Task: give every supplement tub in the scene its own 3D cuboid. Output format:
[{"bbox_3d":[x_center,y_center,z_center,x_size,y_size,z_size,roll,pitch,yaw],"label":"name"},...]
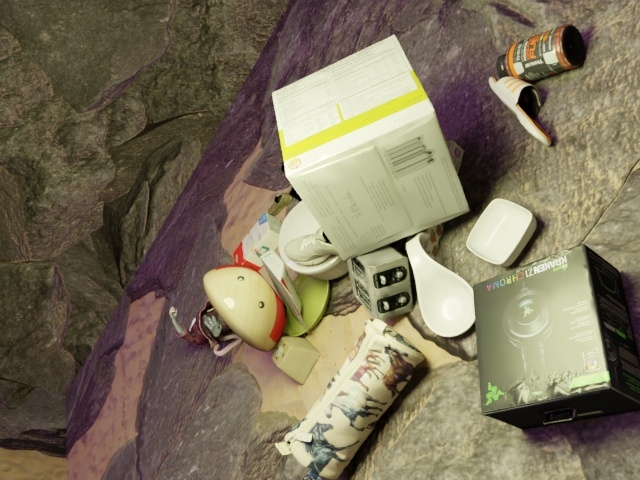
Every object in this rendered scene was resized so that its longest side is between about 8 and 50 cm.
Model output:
[{"bbox_3d":[0.533,-0.450,1.386,0.197,0.106,0.106,-4,63,56],"label":"supplement tub"}]

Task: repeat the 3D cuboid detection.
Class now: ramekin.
[{"bbox_3d":[0.014,-0.002,1.724,0.272,0.127,0.273,-16,56,25],"label":"ramekin"}]

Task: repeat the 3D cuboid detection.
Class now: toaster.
[{"bbox_3d":[0.151,0.089,1.458,0.186,0.110,0.168,-133,29,-58],"label":"toaster"}]

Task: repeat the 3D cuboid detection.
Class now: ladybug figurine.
[{"bbox_3d":[-0.215,0.192,1.731,0.162,0.305,0.449,-40,-5,-7],"label":"ladybug figurine"}]

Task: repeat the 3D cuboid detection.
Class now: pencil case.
[{"bbox_3d":[0.076,0.373,1.337,0.160,0.183,0.410,41,101,42],"label":"pencil case"}]

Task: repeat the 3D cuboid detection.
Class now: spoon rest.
[{"bbox_3d":[0.269,0.096,1.316,0.137,0.084,0.276,-40,52,24],"label":"spoon rest"}]

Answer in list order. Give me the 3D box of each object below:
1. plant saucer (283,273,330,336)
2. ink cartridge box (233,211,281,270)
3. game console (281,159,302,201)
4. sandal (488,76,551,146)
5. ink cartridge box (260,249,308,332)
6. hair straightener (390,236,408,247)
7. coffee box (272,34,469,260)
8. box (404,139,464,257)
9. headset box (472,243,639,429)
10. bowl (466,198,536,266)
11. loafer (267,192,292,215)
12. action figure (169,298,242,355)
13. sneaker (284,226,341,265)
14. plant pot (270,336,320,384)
[{"bbox_3d":[-0.042,0.197,1.801,0.241,0.037,0.241,-37,38,37],"label":"plant saucer"},{"bbox_3d":[-0.246,0.021,2.208,0.231,0.078,0.134,-49,32,20],"label":"ink cartridge box"},{"bbox_3d":[-0.081,-0.279,2.237,0.213,0.044,0.361,-60,30,3],"label":"game console"},{"bbox_3d":[0.501,-0.327,1.354,0.076,0.102,0.265,-44,43,25],"label":"sandal"},{"bbox_3d":[-0.092,0.153,1.714,0.056,0.181,0.224,-33,41,-13],"label":"ink cartridge box"},{"bbox_3d":[0.204,-0.008,1.543,0.231,0.089,0.047,-64,20,12],"label":"hair straightener"},{"bbox_3d":[0.117,-0.219,1.373,0.338,0.338,0.334,-23,47,10],"label":"coffee box"},{"bbox_3d":[0.304,-0.111,1.498,0.067,0.063,0.324,-1,65,51],"label":"box"},{"bbox_3d":[0.418,0.191,1.019,0.246,0.131,0.283,-29,44,43],"label":"headset box"},{"bbox_3d":[0.412,-0.013,1.268,0.142,0.053,0.142,-58,31,6],"label":"bowl"},{"bbox_3d":[-0.171,-0.152,2.262,0.148,0.050,0.056,-37,38,35],"label":"loafer"},{"bbox_3d":[-0.426,0.333,2.195,0.276,0.248,0.370,57,140,9],"label":"action figure"},{"bbox_3d":[0.000,0.000,1.568,0.262,0.121,0.099,-8,60,29],"label":"sneaker"},{"bbox_3d":[-0.084,0.348,1.683,0.109,0.096,0.109,-61,31,2],"label":"plant pot"}]
